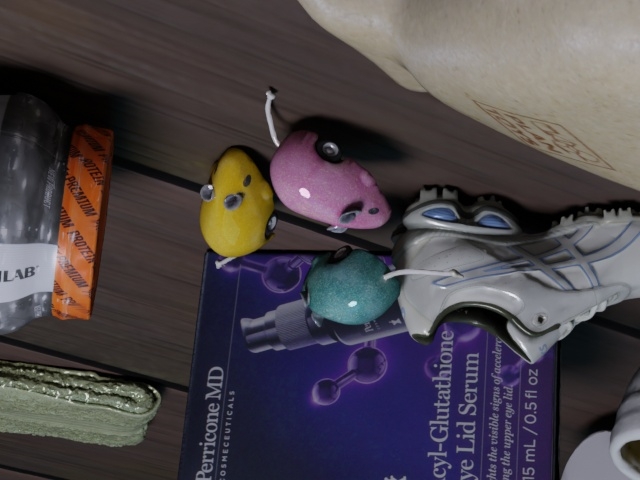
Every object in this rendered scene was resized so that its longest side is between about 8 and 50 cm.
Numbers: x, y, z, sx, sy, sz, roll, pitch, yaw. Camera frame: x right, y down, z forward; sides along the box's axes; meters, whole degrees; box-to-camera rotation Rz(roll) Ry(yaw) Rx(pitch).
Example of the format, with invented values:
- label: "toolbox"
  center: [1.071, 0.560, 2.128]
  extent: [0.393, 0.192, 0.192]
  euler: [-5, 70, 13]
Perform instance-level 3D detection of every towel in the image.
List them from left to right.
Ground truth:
- label: "towel"
  center: [-0.192, 0.118, 1.164]
  extent: [0.148, 0.027, 0.110]
  euler: [9, 156, -10]

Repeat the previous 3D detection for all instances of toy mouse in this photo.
- label: "toy mouse"
  center: [0.000, 0.000, 0.802]
  extent: [0.143, 0.031, 0.161]
  euler: [25, 143, 18]

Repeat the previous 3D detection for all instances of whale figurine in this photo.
- label: "whale figurine"
  center: [0.113, -0.096, 0.564]
  extent: [0.272, 0.141, 0.216]
  euler: [15, 169, 46]

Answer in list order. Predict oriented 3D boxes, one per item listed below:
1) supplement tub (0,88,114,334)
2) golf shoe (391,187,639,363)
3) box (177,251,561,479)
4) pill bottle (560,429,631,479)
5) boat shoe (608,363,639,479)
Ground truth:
- label: "supplement tub"
  center: [-0.196, -0.019, 0.760]
  extent: [0.190, 0.117, 0.117]
  euler: [7, 155, -5]
- label: "golf shoe"
  center: [0.123, 0.027, 0.844]
  extent: [0.176, 0.086, 0.069]
  euler: [3, 154, 0]
- label: "box"
  center: [0.033, 0.096, 0.927]
  extent: [0.207, 0.153, 0.108]
  euler: [0, 155, 8]
- label: "pill bottle"
  center: [0.282, 0.198, 1.144]
  extent: [0.221, 0.124, 0.124]
  euler: [16, 153, -24]
- label: "boat shoe"
  center: [0.318, 0.185, 0.886]
  extent: [0.367, 0.156, 0.136]
  euler: [34, 143, 8]
